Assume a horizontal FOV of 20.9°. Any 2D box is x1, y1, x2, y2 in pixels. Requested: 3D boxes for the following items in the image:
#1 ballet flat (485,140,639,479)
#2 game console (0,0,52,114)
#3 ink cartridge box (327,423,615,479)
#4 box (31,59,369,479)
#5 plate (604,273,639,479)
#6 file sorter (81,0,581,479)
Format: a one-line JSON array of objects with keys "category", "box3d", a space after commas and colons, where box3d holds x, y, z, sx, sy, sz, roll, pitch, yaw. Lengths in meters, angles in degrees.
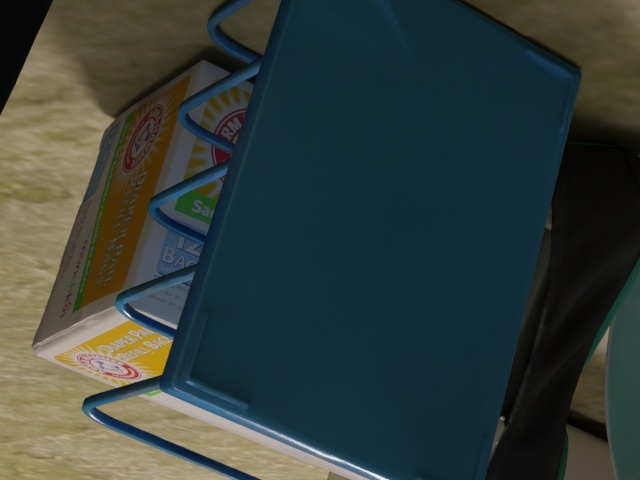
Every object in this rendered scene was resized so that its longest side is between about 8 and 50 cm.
[{"category": "ballet flat", "box3d": [0.067, 0.053, 0.663, 0.074, 0.203, 0.074, 22, 174, 3]}, {"category": "game console", "box3d": [-0.206, -0.113, 0.501, 0.293, 0.250, 0.173, 24, -179, -20]}, {"category": "ink cartridge box", "box3d": [0.154, 0.206, 1.048, 0.272, 0.115, 0.198, 25, 155, -24]}, {"category": "box", "box3d": [-0.002, 0.025, 0.739, 0.203, 0.114, 0.103, 24, 156, -23]}, {"category": "plate", "box3d": [0.169, 0.058, 0.644, 0.024, 0.188, 0.188, 4, 163, -26]}, {"category": "file sorter", "box3d": [0.000, 0.000, 0.621, 0.118, 0.170, 0.104, 26, 158, -24]}]
